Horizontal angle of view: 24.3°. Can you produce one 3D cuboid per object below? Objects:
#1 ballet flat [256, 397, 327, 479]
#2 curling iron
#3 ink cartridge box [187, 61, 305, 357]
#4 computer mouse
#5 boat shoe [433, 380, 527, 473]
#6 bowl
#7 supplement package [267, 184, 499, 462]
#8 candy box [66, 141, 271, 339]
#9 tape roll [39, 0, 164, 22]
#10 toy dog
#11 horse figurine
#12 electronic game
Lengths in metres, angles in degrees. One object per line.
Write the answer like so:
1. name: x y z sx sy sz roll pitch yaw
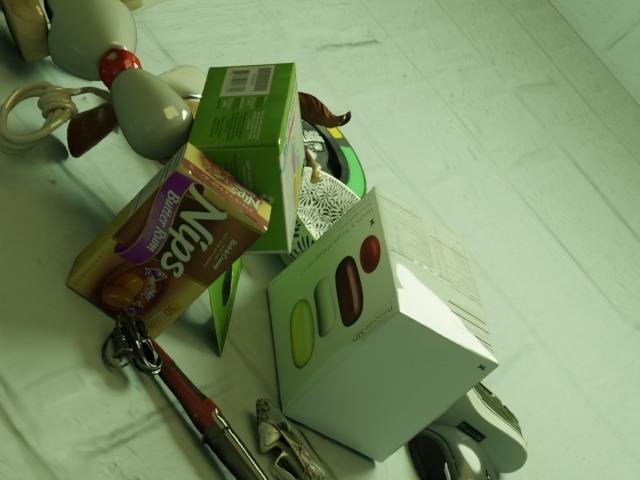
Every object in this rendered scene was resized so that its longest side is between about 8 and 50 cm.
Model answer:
1. ballet flat: -0.038 0.211 1.511 0.114 0.041 0.041 52 27 13
2. curling iron: -0.115 0.181 1.438 0.274 0.035 0.068 49 31 5
3. ink cartridge box: -0.068 -0.034 1.573 0.189 0.097 0.255 -83 168 -57
4. computer mouse: 0.206 0.313 1.702 0.184 0.060 0.262 20 37 -41
5. boat shoe: 0.166 0.195 1.795 0.219 0.078 0.070 44 26 -24
6. bowl: 0.000 0.000 1.803 0.170 0.080 0.170 36 29 -23
7. supplement package: 0.062 0.092 1.641 0.149 0.194 0.203 30 31 -30
8. candy box: -0.148 0.004 1.460 0.109 0.186 0.053 38 29 -18
9. tape roll: -0.212 -0.400 1.695 0.392 0.392 0.072 0 53 -56
10. toy dog: -0.231 -0.175 1.629 0.161 0.220 0.334 75 5 -48
11. horse figurine: -0.102 -0.127 1.742 0.263 0.066 0.174 -15 55 -12
12. electronic game: -0.027 -0.128 1.973 0.229 0.048 0.229 36 29 -23
